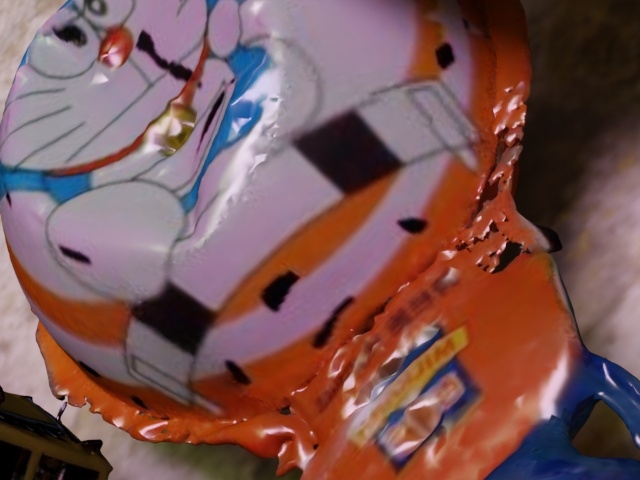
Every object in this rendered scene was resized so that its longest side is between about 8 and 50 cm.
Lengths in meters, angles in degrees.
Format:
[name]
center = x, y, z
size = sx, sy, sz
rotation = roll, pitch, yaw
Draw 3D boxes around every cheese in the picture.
[cheese]
center = 0.000, 0.000, 0.613
size = 0.217, 0.129, 0.329
rotation = -43, 46, 11

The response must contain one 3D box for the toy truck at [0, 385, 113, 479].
[toy truck]
center = -0.149, 0.089, 0.660
size = 0.257, 0.127, 0.127
rotation = 32, 93, 43
